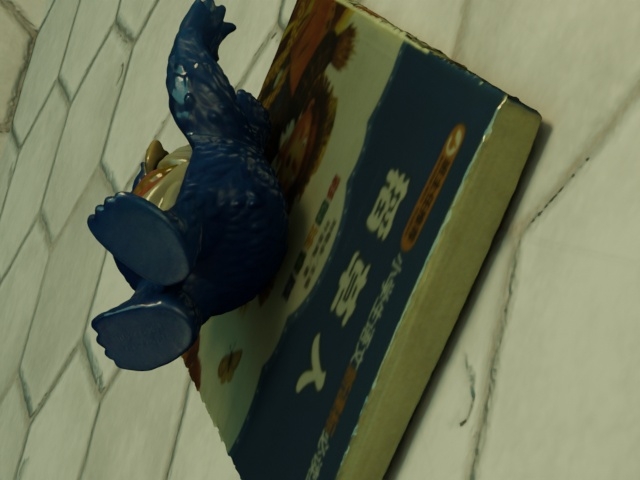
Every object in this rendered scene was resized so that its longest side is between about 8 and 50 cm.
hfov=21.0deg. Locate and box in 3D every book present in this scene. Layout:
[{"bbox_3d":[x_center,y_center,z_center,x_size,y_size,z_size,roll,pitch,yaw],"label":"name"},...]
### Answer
[{"bbox_3d":[0.000,0.000,1.142,0.300,0.039,0.428,-67,20,10],"label":"book"}]

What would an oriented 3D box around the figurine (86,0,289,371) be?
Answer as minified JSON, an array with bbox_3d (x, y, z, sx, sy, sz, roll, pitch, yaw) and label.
[{"bbox_3d":[-0.074,-0.028,1.156,0.164,0.121,0.262,105,-179,-46],"label":"figurine"}]
